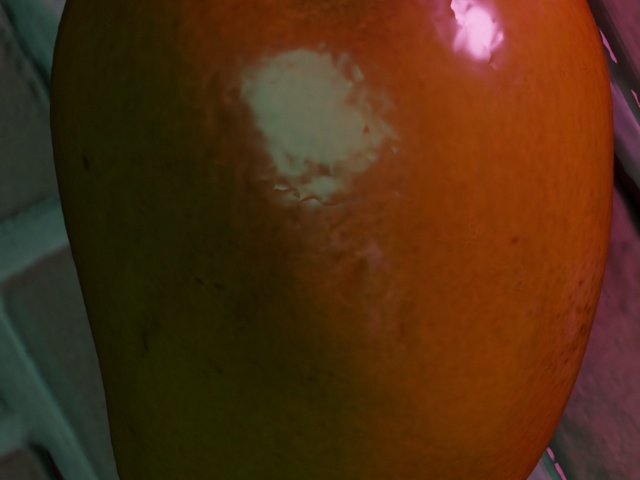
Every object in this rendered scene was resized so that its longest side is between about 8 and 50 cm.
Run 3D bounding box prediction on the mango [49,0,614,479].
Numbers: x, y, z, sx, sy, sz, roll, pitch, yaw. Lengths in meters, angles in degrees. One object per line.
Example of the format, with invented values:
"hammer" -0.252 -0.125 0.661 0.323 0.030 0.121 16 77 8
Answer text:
"mango" 0.000 0.000 0.666 0.211 0.173 0.317 13 118 16
